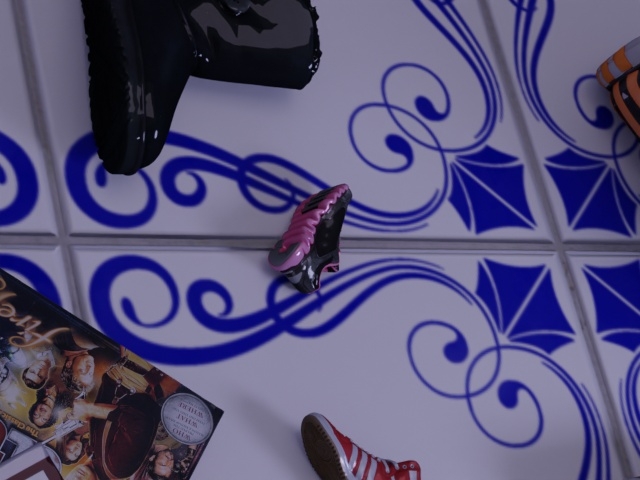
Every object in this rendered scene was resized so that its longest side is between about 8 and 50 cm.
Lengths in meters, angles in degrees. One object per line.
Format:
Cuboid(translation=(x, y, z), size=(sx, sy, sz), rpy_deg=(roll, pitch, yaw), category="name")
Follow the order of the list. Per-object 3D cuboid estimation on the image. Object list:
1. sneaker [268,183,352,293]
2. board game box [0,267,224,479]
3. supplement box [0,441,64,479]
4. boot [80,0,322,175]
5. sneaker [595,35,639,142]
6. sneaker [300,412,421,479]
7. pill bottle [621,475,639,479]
Cuboid(translation=(0.000, 0.000, 1.673), size=(0.057, 0.047, 0.119), rpy_deg=(51, 49, -20), category="sneaker")
Cuboid(translation=(-0.212, 0.134, 1.463), size=(0.243, 0.042, 0.165), rpy_deg=(33, 51, -8), category="board game box")
Cuboid(translation=(-0.195, 0.277, 1.337), size=(0.130, 0.073, 0.239), rpy_deg=(-27, 82, -26), category="supplement box")
Cuboid(translation=(-0.095, -0.157, 1.674), size=(0.207, 0.094, 0.246), rpy_deg=(6, 53, -23), category="boot")
Cuboid(translation=(0.439, -0.149, 1.974), size=(0.321, 0.124, 0.180), rpy_deg=(-23, 79, -26), category="sneaker")
Cuboid(translation=(0.037, 0.182, 1.575), size=(0.067, 0.042, 0.118), rpy_deg=(-32, 88, -35), category="sneaker")
Cuboid(translation=(0.333, 0.242, 1.673), size=(0.169, 0.094, 0.094), rpy_deg=(-6, 65, -32), category="pill bottle")
